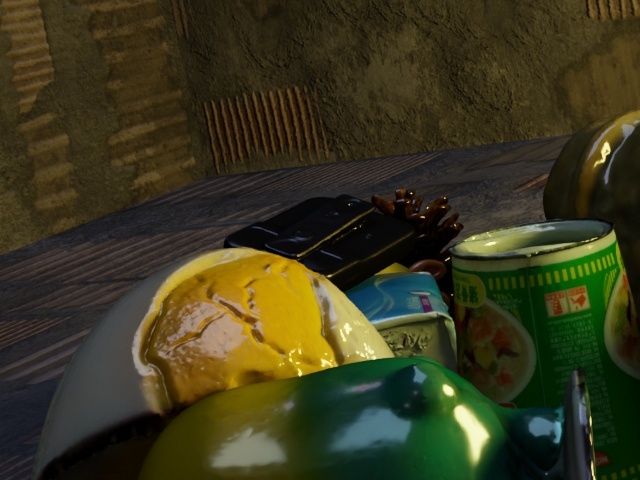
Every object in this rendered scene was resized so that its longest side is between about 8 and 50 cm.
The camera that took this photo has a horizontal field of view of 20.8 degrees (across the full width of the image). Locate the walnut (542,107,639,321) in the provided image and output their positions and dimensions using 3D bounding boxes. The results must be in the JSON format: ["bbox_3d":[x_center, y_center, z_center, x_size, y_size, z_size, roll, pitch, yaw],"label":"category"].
[{"bbox_3d":[0.384,-0.014,1.917,0.253,0.276,0.282,-7,-2,-3],"label":"walnut"}]

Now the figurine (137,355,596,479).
[{"bbox_3d":[0.027,0.190,1.236,0.340,0.231,0.323,-6,31,7],"label":"figurine"}]

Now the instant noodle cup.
[{"bbox_3d":[0.203,0.106,1.514,0.207,0.232,0.207,-10,9,2],"label":"instant noodle cup"}]

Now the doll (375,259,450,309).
[{"bbox_3d":[0.044,0.066,2.030,0.221,0.142,0.135,19,9,-17],"label":"doll"}]

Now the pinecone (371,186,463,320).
[{"bbox_3d":[0.116,0.029,2.224,0.208,0.207,0.208,-11,10,2],"label":"pinecone"}]

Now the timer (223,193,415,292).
[{"bbox_3d":[0.000,0.000,1.898,0.144,0.055,0.187,19,30,32],"label":"timer"}]

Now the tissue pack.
[{"bbox_3d":[0.049,0.127,1.836,0.198,0.146,0.263,-12,10,2],"label":"tissue pack"}]

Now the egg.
[{"bbox_3d":[-0.092,0.123,1.508,0.337,0.201,0.337,-9,-29,-5],"label":"egg"}]
